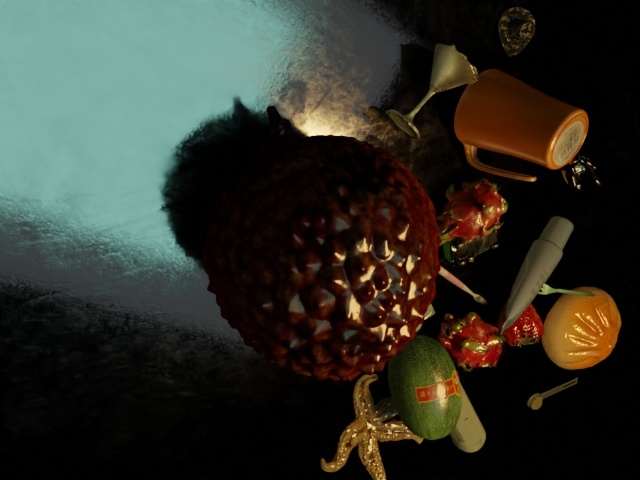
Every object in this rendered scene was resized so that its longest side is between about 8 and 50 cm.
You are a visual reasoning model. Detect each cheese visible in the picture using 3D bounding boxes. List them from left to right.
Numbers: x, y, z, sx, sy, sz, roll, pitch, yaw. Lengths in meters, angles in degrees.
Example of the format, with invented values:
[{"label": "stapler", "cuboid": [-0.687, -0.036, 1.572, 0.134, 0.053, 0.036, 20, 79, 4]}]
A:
[{"label": "cheese", "cuboid": [0.259, 0.217, 1.333, 0.121, 0.026, 0.067, -40, 124, -9]}]

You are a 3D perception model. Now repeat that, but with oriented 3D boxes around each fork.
[{"label": "fork", "cuboid": [0.762, 0.159, 1.542, 0.235, 0.021, 0.039, 8, 109, -9]}]

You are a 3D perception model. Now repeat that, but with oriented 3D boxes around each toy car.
[{"label": "toy car", "cuboid": [0.401, 0.005, 1.304, 0.165, 0.062, 0.071, -24, 120, -19]}]

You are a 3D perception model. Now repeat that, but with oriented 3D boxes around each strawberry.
[{"label": "strawberry", "cuboid": [0.595, 0.247, 1.491, 0.131, 0.148, 0.131, -17, 153, -9]}]

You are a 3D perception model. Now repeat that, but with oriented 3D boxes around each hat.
[{"label": "hat", "cuboid": [0.470, -0.488, 1.152, 0.121, 0.050, 0.121, -11, 113, -28]}]

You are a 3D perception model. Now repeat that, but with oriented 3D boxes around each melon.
[{"label": "melon", "cuboid": [0.268, 0.368, 1.282, 0.182, 0.182, 0.287, -16, 89, -23]}]

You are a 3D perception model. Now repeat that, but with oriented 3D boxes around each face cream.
[{"label": "face cream", "cuboid": [0.608, 0.102, 1.416, 0.385, 0.086, 0.135, -56, 155, -11]}]

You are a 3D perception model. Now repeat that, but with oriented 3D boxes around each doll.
[{"label": "doll", "cuboid": [0.711, -0.228, 1.378, 0.249, 0.088, 0.127, 34, 112, -25]}]

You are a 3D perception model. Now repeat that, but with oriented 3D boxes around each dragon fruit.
[{"label": "dragon fruit", "cuboid": [0.349, -0.058, 1.217, 0.236, 0.135, 0.137, -27, 128, 3]}, {"label": "dragon fruit", "cuboid": [0.413, 0.277, 1.369, 0.172, 0.160, 0.166, 15, 144, -30]}]

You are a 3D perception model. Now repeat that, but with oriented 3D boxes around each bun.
[{"label": "bun", "cuboid": [0.888, 0.308, 1.638, 0.299, 0.165, 0.298, -10, 114, -24]}]

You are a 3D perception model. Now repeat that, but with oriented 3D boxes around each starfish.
[{"label": "starfish", "cuboid": [0.147, 0.506, 1.341, 0.375, 0.094, 0.326, -31, 108, -32]}]

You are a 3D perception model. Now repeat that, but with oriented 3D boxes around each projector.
[{"label": "projector", "cuboid": [0.401, 0.507, 1.481, 0.108, 0.108, 0.337, -39, 123, -11]}]

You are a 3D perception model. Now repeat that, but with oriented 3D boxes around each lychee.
[{"label": "lychee", "cuboid": [0.000, 0.000, 0.884, 0.425, 0.425, 0.499, -14, 91, -24]}]

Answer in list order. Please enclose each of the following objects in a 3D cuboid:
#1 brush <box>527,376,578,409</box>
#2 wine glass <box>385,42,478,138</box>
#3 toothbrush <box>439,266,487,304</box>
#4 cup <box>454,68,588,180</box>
[{"label": "brush", "cuboid": [0.857, 0.552, 1.801, 0.266, 0.027, 0.062, -14, 116, -24]}, {"label": "wine glass", "cuboid": [0.232, -0.315, 1.058, 0.183, 0.122, 0.122, -48, 124, 2]}, {"label": "toothbrush", "cuboid": [0.381, 0.118, 1.363, 0.286, 0.025, 0.020, 32, 92, -34]}, {"label": "cup", "cuboid": [0.439, -0.248, 1.118, 0.182, 0.264, 0.226, -14, 127, -33]}]
